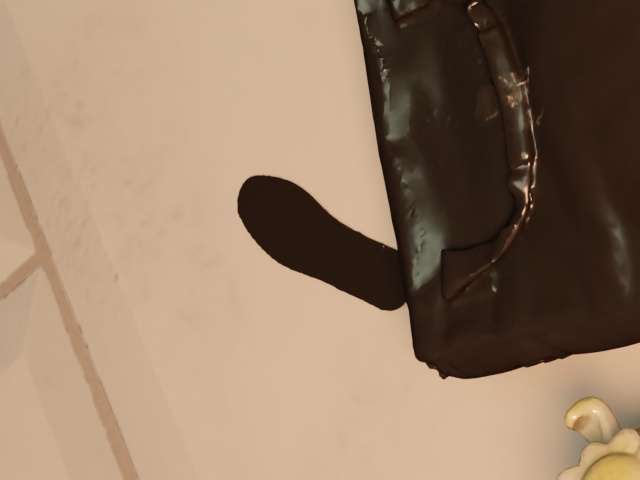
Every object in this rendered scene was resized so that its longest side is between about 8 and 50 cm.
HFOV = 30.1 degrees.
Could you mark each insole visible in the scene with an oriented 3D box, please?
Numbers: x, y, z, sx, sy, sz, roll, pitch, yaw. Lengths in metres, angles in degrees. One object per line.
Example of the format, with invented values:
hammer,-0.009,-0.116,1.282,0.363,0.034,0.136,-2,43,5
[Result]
insole,0.000,0.000,0.765,0.153,0.002,0.053,27,102,34

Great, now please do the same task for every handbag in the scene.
handbag,0.129,-0.078,0.623,0.244,0.088,0.275,-21,75,40

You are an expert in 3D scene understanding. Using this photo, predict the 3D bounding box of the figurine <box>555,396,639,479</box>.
figurine,0.253,0.203,0.494,0.274,0.226,0.394,-37,50,-6
